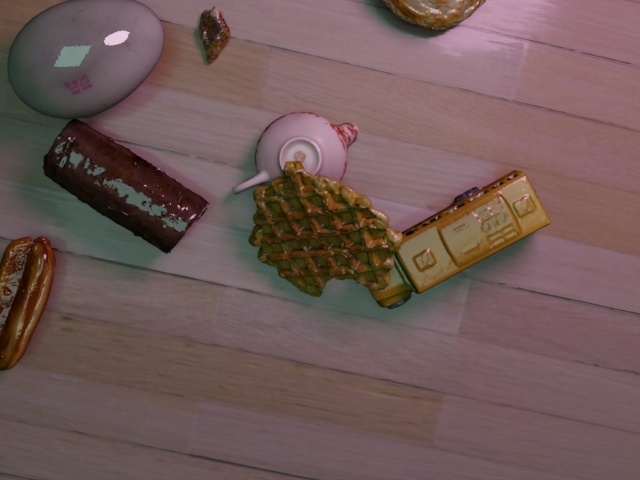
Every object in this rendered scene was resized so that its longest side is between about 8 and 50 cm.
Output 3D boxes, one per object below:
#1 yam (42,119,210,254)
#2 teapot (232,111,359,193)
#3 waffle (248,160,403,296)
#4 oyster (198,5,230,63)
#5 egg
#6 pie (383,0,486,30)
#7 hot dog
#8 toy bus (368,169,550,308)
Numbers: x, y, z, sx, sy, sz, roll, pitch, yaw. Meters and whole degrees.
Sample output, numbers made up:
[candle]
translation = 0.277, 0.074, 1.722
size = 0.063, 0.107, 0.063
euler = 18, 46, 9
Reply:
[yam]
translation = -0.338, -0.088, 1.340
size = 0.280, 0.131, 0.131
euler = 32, 95, -4
[teapot]
translation = -0.046, -0.139, 1.357
size = 0.246, 0.116, 0.159
euler = -19, 108, 7
[waffle]
translation = 0.001, -0.001, 1.327
size = 0.291, 0.051, 0.291
euler = 14, 131, 17
[oyster]
translation = -0.185, -0.360, 1.354
size = 0.051, 0.034, 0.093
euler = -12, 102, 8
[egg]
translation = -0.383, -0.305, 1.279
size = 0.264, 0.183, 0.183
euler = -28, 97, -6
[pie]
translation = 0.207, -0.480, 1.322
size = 0.201, 0.090, 0.248
euler = 31, 96, -16
[hot dog]
translation = -0.539, 0.111, 1.385
size = 0.100, 0.068, 0.249
euler = 22, 94, 6
[toy bus]
translation = 0.229, 0.002, 1.364
size = 0.335, 0.123, 0.121
euler = -29, 95, 3
